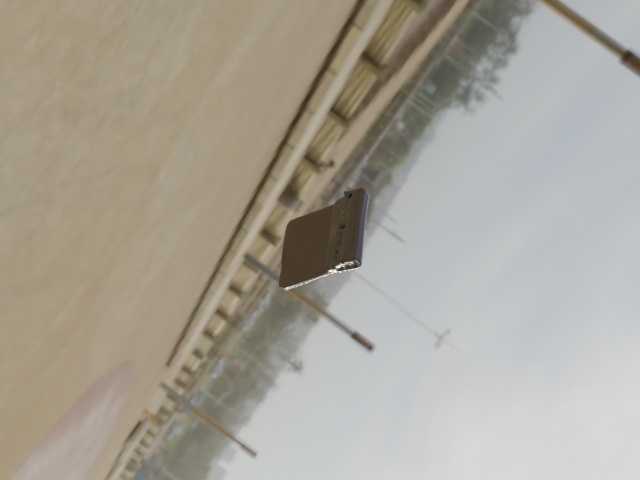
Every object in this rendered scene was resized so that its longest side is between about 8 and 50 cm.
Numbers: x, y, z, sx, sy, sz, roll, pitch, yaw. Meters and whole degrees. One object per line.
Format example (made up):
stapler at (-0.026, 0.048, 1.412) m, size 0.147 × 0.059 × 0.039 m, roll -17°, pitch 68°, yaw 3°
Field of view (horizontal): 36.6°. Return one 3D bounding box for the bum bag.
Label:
bum bag at (0.000, 0.000, 1.262) m, size 0.159 × 0.026 × 0.109 m, roll -21°, pitch -126°, yaw 43°
